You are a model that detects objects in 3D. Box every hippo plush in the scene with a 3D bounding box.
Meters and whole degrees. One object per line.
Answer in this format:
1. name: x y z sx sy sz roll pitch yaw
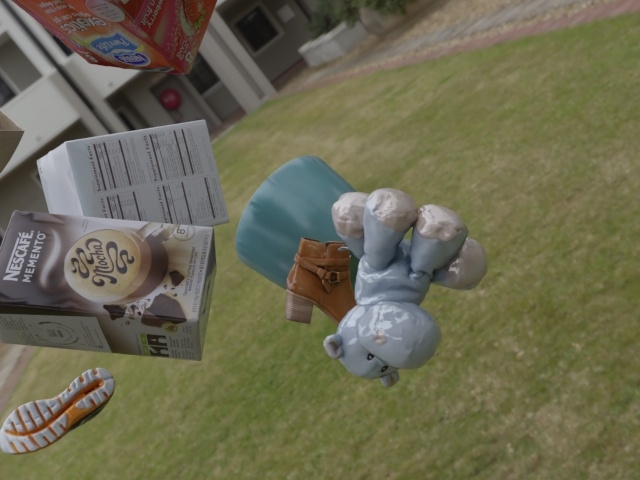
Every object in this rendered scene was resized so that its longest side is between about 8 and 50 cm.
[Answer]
1. hippo plush: 0.082 0.077 1.253 0.294 0.234 0.237 -17 41 52

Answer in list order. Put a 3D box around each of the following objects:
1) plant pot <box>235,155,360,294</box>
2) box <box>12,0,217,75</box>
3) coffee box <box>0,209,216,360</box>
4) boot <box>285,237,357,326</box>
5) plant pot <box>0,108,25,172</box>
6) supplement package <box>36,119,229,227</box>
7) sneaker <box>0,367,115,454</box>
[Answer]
1. plant pot: 0.000 0.000 1.814 0.293 0.235 0.293 -37 -31 -27
2. box: -0.148 -0.286 0.711 0.122 0.128 0.257 11 76 26
3. coffee box: -0.311 0.065 1.217 0.119 0.297 0.168 96 178 -54
4. boot: 0.038 0.079 1.487 0.073 0.197 0.153 -155 75 -71
5. plant pot: -0.566 -0.160 1.359 0.109 0.109 0.096 -8 -53 -50
6. supplement package: -0.343 -0.089 1.524 0.262 0.198 0.199 -15 4 -33
7. sneaker: -0.448 0.304 1.443 0.214 0.084 0.083 -28 -17 -18
